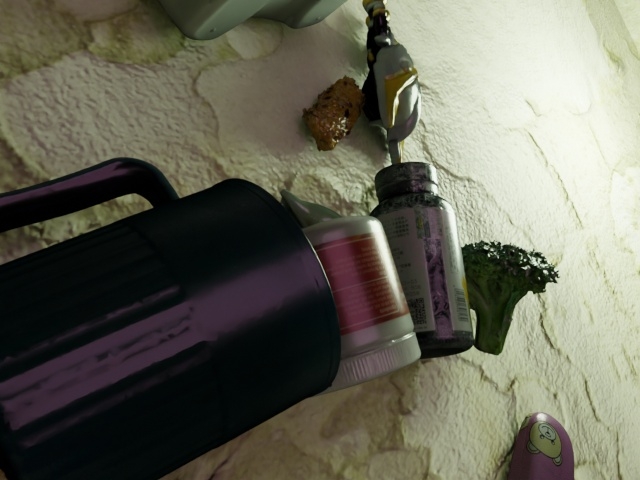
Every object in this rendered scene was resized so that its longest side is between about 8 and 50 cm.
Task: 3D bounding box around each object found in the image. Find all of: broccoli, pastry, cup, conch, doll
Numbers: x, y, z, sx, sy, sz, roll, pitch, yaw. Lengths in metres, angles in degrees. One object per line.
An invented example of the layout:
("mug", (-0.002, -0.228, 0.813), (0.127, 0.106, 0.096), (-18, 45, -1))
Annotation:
("broccoli", (0.287, 0.095, 1.101), (0.220, 0.194, 0.194), (6, 64, 1))
("pastry", (0.024, -0.205, 1.056), (0.080, 0.056, 0.140), (52, 51, -12))
("cup", (-0.179, 0.070, 0.609), (0.292, 0.242, 0.307), (-25, 97, -32))
("conch", (0.000, -0.004, 0.959), (0.180, 0.088, 0.065), (37, 9, -17))
("doll", (0.116, -0.279, 1.133), (0.103, 0.145, 0.316), (0, 66, -14))

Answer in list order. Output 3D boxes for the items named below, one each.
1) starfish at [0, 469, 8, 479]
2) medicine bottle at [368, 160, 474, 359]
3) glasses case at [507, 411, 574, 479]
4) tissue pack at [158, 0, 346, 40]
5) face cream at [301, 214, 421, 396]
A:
("starfish", (-0.280, 0.252, 0.424), (0.132, 0.384, 0.398), (-93, 160, -75))
("medicine bottle", (0.147, 0.029, 1.012), (0.141, 0.141, 0.293), (9, 68, -39))
("glasses case", (0.360, 0.439, 1.085), (0.123, 0.076, 0.316), (41, 51, -23))
("tissue pack", (-0.088, -0.436, 0.923), (0.333, 0.229, 0.236), (-26, 94, -44))
("face cream", (0.005, 0.084, 0.822), (0.201, 0.201, 0.187), (-11, 81, -43))
